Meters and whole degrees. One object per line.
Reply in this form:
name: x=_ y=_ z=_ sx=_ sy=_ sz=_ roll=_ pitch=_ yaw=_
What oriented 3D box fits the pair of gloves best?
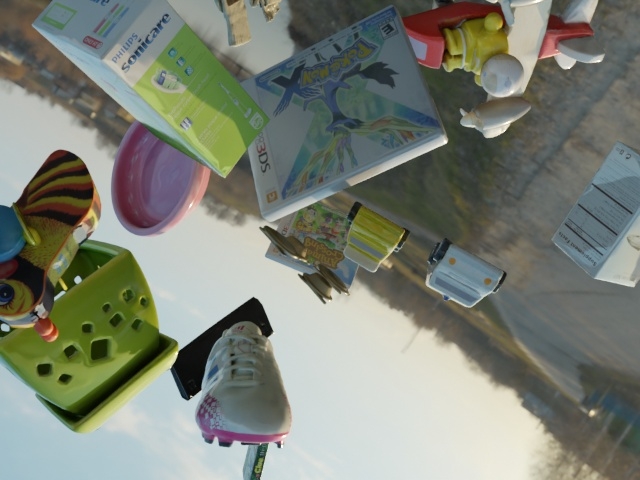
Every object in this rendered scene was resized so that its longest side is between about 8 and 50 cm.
pair of gloves: x=-0.170 y=-0.586 z=1.731 sx=0.042 sy=0.240 sz=0.204 roll=13 pitch=133 yaw=30

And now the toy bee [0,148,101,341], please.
toy bee: x=-0.356 y=0.041 z=0.904 sx=0.162 sy=0.298 sz=0.195 roll=36 pitch=180 yaw=9

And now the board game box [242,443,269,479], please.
board game box: x=-0.140 y=0.457 z=1.744 sx=0.030 sy=0.259 sz=0.136 roll=12 pitch=-173 yaw=-9

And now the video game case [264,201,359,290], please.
video game case: x=0.000 y=0.000 z=1.762 sx=0.213 sy=0.193 sz=0.023 roll=23 pitch=148 yaw=0

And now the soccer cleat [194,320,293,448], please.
soccer cleat: x=-0.107 y=0.181 z=0.983 sx=0.116 sy=0.143 sz=0.331 roll=5 pitch=176 yaw=-12

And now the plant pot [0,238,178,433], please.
plant pot: x=-0.365 y=0.146 z=1.126 sx=0.227 sy=0.228 sz=0.207 roll=8 pitch=132 yaw=53

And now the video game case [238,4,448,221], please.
video game case: x=0.020 y=-0.221 z=1.267 sx=0.036 sy=0.329 sz=0.299 roll=44 pitch=-153 yaw=-55

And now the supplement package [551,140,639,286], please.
supplement package: x=0.451 y=-0.037 z=1.096 sx=0.105 sy=0.179 sz=0.105 roll=11 pitch=-152 yaw=-34

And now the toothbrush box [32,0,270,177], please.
toothbrush box: x=-0.239 y=-0.242 z=1.080 sx=0.206 sy=0.122 sz=0.283 roll=31 pitch=170 yaw=38

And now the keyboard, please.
keyboard: x=-0.237 y=0.299 z=1.893 sx=0.033 sy=0.317 sz=0.201 roll=-1 pitch=116 yaw=46

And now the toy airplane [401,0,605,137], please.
toy airplane: x=0.399 y=-0.397 z=1.543 sx=0.386 sy=0.384 sz=0.272 roll=38 pitch=-137 yaw=-31

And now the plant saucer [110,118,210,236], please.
plant saucer: x=-0.379 y=-0.167 z=1.800 sx=0.084 sy=0.332 sz=0.332 roll=15 pitch=-165 yaw=-49

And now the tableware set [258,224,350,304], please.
tableware set: x=-0.021 y=0.034 z=1.067 sx=0.141 sy=0.020 sz=0.169 roll=45 pitch=-172 yaw=12

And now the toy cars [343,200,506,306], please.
toy cars: x=0.139 y=0.031 z=1.150 sx=0.176 sy=0.087 sz=0.394 roll=31 pitch=178 yaw=-37
